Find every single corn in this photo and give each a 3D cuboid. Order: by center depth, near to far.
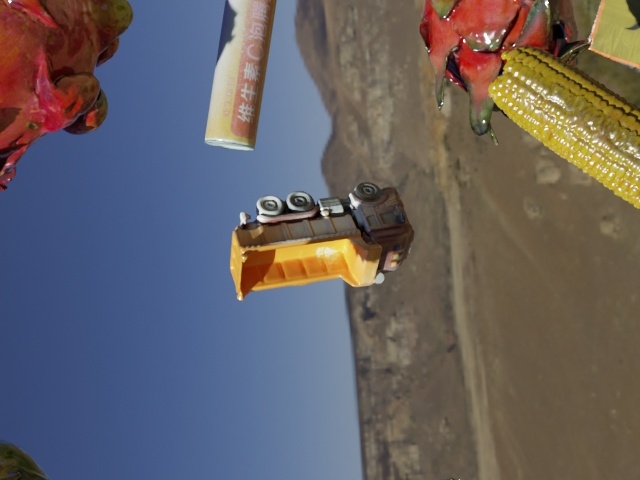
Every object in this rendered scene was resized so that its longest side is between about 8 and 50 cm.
[{"bbox_3d":[0.224,-0.083,0.723,0.068,0.207,0.068,-48,-17,-19],"label":"corn"}]

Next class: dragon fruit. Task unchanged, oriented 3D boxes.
[{"bbox_3d":[-0.330,-0.149,0.855,0.307,0.227,0.243,-55,-5,16],"label":"dragon fruit"},{"bbox_3d":[0.218,-0.256,1.120,0.193,0.192,0.274,-69,-26,-80],"label":"dragon fruit"}]

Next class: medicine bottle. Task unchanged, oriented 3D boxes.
[{"bbox_3d":[-0.129,-0.376,1.629,0.108,0.108,0.426,8,-91,-86],"label":"medicine bottle"}]

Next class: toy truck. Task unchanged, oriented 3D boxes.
[{"bbox_3d":[0.000,0.000,1.353,0.114,0.270,0.135,100,155,-48],"label":"toy truck"}]

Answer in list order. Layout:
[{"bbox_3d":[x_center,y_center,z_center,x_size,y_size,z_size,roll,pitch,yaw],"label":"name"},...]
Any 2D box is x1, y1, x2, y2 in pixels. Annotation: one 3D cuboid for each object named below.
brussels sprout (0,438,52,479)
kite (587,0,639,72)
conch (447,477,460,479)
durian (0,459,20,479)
[{"bbox_3d":[-0.429,0.382,1.127,0.271,0.210,0.219,-87,-16,-47],"label":"brussels sprout"},{"bbox_3d":[0.390,-0.287,0.849,0.377,0.013,0.327,-33,64,50],"label":"kite"},{"bbox_3d":[0.185,0.371,1.265,0.074,0.089,0.121,-126,15,-58],"label":"conch"},{"bbox_3d":[-0.351,0.287,0.783,0.306,0.166,0.172,-49,-34,-61],"label":"durian"}]
